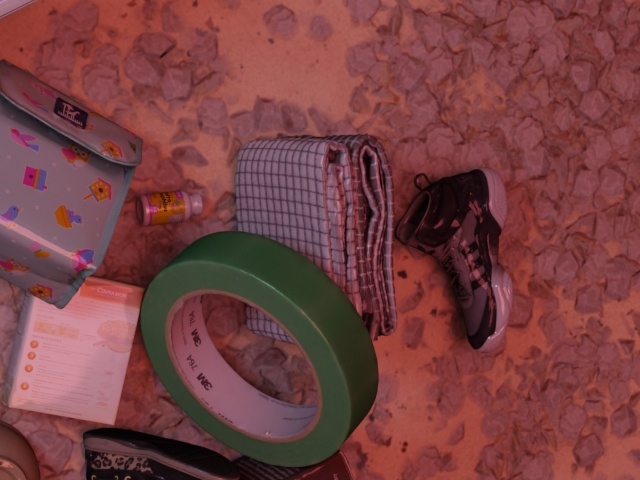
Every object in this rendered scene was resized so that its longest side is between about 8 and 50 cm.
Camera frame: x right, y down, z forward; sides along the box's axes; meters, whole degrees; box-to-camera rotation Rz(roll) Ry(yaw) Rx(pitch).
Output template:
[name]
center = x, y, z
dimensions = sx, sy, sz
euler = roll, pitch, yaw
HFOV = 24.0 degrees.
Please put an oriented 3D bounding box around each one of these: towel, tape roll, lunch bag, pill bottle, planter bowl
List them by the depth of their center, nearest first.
[lunch bag]
center = -0.352, -0.084, 1.878
dimensions = 0.223, 0.160, 0.262
euler = 29, 55, -15
[planter bowl]
center = -0.428, 0.314, 1.911
dimensions = 0.162, 0.109, 0.162
euler = -2, 95, -23
[tape roll]
center = -0.081, 0.143, 1.931
dimensions = 0.077, 0.321, 0.321
euler = -46, 112, -43
[towel]
center = 0.000, 0.000, 2.002
dimensions = 0.121, 0.235, 0.283
euler = -10, 99, -33
[pill bottle]
center = -0.202, -0.044, 2.015
dimensions = 0.083, 0.043, 0.043
euler = -8, 97, -23

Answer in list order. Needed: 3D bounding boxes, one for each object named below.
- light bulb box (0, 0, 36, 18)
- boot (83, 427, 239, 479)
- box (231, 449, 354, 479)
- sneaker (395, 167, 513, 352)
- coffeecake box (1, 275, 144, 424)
[light bulb box]
center = -0.466, -0.409, 1.709
dimensions = 0.225, 0.358, 0.361
euler = -29, 105, -16
[boot]
center = -0.216, 0.351, 1.959
dimensions = 0.085, 0.236, 0.178
euler = -1, 100, -61
[box]
center = -0.058, 0.384, 2.038
dimensions = 0.203, 0.168, 0.167
euler = -26, 104, -19
[sneaker]
center = 0.187, 0.029, 2.157
dimensions = 0.153, 0.101, 0.268
euler = 0, 88, -22
[coffeecake box]
center = -0.323, 0.135, 1.963
dimensions = 0.142, 0.068, 0.185
euler = 13, 89, -21
